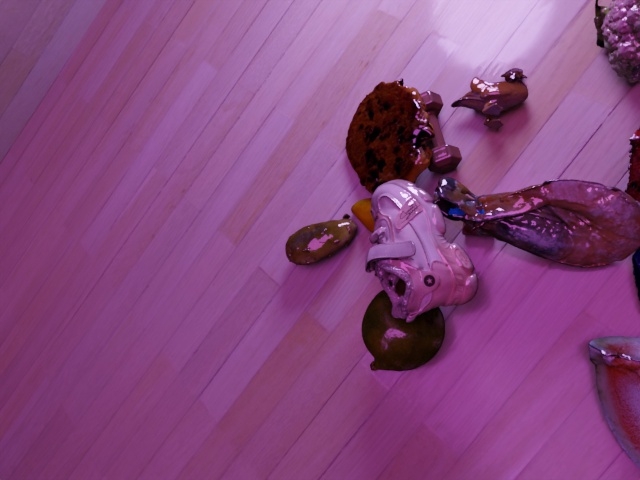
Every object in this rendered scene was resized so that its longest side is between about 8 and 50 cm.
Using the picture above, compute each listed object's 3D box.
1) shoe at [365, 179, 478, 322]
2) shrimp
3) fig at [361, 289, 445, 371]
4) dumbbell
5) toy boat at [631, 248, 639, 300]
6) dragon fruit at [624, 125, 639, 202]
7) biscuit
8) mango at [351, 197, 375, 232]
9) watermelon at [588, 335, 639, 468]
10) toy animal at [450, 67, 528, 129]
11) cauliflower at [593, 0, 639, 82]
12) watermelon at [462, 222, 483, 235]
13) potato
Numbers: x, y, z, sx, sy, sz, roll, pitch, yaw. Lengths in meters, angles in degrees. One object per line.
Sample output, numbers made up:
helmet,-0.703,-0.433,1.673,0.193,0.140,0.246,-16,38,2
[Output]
shoe,0.194,0.016,1.034,0.198,0.172,0.351,-21,61,-19
shrimp,0.473,-0.056,0.983,0.445,0.221,0.110,14,48,17
fig,0.196,0.251,1.108,0.203,0.203,0.235,31,131,28
dumbbell,0.312,-0.294,1.206,0.092,0.082,0.231,-21,69,21
toy boat,0.800,0.045,0.898,0.318,0.072,0.219,-31,69,13
dragon fruit,0.733,-0.140,0.828,0.330,0.240,0.302,-136,47,-61
biscuit,0.194,-0.278,1.225,0.289,0.081,0.334,-43,54,41
mango,0.162,-0.069,1.237,0.187,0.066,0.101,30,90,35
watermelon,0.656,0.321,0.813,0.319,0.213,0.290,16,86,16
toy animal,0.448,-0.390,1.170,0.188,0.089,0.179,9,64,28
cauliflower,0.778,-0.496,0.986,0.315,0.239,0.256,11,55,11
watermelon,0.399,-0.047,1.126,0.092,0.072,0.085,25,75,-9
potato,0.000,0.000,1.280,0.225,0.090,0.117,-24,62,11
